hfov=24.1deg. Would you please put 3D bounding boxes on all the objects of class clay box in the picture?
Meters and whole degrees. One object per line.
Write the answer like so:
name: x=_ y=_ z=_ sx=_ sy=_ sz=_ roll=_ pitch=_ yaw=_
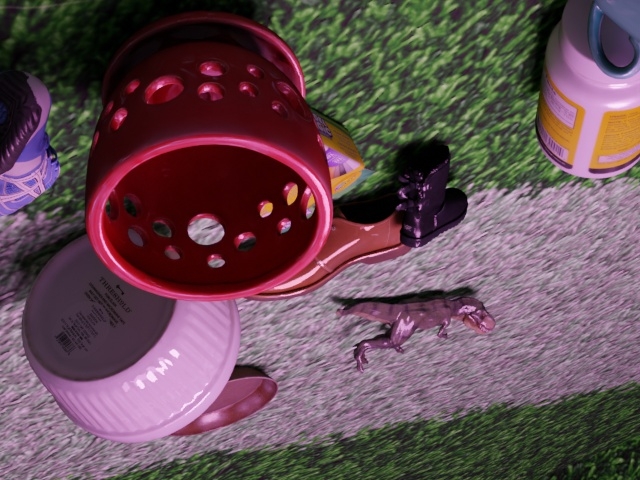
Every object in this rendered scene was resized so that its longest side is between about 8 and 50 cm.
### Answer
clay box: x=-0.053 y=-0.075 z=1.414 sx=0.127 sy=0.053 sz=0.222 roll=-33 pitch=155 yaw=19

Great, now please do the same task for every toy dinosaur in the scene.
toy dinosaur: x=0.099 y=0.112 z=1.941 sx=0.268 sy=0.064 sz=0.118 roll=0 pitch=141 yaw=-37

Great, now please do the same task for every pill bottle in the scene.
pill bottle: x=0.273 y=-0.155 z=1.444 sx=0.119 sy=0.119 sz=0.208 roll=-19 pitch=157 yaw=-6

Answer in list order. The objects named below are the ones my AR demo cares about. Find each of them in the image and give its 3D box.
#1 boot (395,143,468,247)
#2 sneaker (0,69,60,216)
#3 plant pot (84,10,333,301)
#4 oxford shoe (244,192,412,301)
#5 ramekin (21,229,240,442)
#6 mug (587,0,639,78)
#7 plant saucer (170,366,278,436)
boot: x=0.123 y=-0.057 z=1.598 sx=0.121 sy=0.045 sz=0.099 roll=-36 pitch=140 yaw=-43
sneaker: x=-0.253 y=-0.080 z=1.222 sx=0.081 sy=0.080 sz=0.211 roll=-15 pitch=166 yaw=-31
plant pot: x=-0.092 y=-0.072 z=1.198 sx=0.191 sy=0.174 sz=0.191 roll=-5 pitch=136 yaw=-4
oxford shoe: x=0.000 y=0.000 z=1.619 sx=0.212 sy=0.076 sz=0.076 roll=-23 pitch=137 yaw=-13
ramekin: x=-0.191 y=0.083 z=1.459 sx=0.207 sy=0.207 sz=0.109 roll=-25 pitch=148 yaw=6
mug: x=0.285 y=-0.229 z=1.281 sx=0.158 sy=0.097 sz=0.129 roll=-46 pitch=168 yaw=-11
plant saucer: x=-0.138 y=0.209 z=1.975 sx=0.168 sy=0.029 sz=0.168 roll=-18 pitch=157 yaw=-8
